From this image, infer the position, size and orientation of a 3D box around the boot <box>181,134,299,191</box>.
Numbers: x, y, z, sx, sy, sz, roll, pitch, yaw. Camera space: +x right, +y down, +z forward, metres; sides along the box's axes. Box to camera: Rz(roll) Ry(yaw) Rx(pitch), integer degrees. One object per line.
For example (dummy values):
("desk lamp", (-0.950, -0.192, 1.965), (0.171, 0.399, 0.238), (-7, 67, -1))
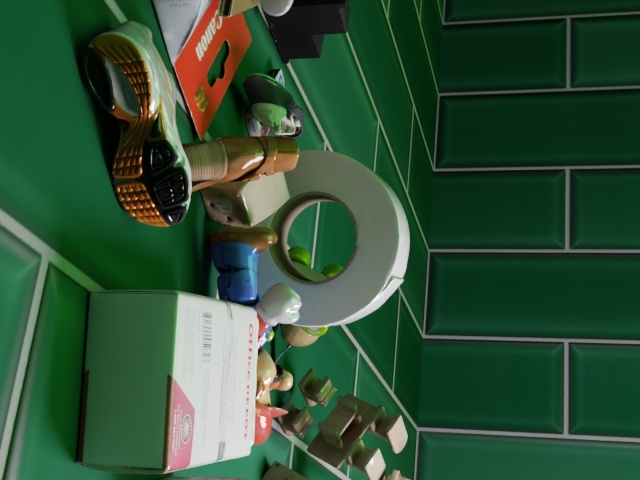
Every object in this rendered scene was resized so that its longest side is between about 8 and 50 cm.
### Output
("boot", (-0.115, -0.105, 1.327), (0.197, 0.152, 0.073), (-160, -117, -75))

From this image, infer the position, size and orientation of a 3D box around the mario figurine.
("mario figurine", (-0.092, 0.144, 1.479), (0.198, 0.170, 0.320), (19, 70, -76))

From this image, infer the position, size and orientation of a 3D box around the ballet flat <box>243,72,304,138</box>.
("ballet flat", (-0.074, -0.217, 1.654), (0.203, 0.074, 0.074), (32, 59, -70))

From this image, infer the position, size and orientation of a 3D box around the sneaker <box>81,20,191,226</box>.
("sneaker", (-0.204, -0.144, 1.201), (0.121, 0.099, 0.262), (-75, 160, -57))

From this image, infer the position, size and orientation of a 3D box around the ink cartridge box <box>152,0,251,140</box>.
("ink cartridge box", (-0.146, -0.386, 1.421), (0.308, 0.091, 0.385), (-73, 157, -47))

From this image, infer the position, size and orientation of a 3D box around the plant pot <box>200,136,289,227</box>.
("plant pot", (-0.124, -0.080, 1.493), (0.109, 0.109, 0.096), (76, 32, -41))

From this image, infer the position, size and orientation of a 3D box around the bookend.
("bookend", (-0.009, -0.404, 1.804), (0.156, 0.157, 0.072), (65, 29, -56))

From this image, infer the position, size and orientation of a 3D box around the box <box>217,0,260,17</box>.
("box", (-0.105, -0.416, 1.424), (0.201, 0.021, 0.164), (-64, 165, -69))

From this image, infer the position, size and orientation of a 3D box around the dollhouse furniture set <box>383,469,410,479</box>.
("dollhouse furniture set", (0.051, 0.597, 1.901), (0.355, 0.174, 0.303), (72, 39, -65))

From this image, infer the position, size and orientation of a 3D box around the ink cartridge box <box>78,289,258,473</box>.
("ink cartridge box", (-0.180, 0.176, 1.237), (0.283, 0.117, 0.207), (29, 62, -73))

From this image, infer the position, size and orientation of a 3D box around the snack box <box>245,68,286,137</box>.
("snack box", (-0.094, -0.236, 1.742), (0.178, 0.022, 0.064), (-70, 152, -51))

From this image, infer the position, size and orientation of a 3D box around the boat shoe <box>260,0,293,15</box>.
("boat shoe", (-0.072, -0.505, 1.715), (0.081, 0.079, 0.227), (-17, 103, -70))

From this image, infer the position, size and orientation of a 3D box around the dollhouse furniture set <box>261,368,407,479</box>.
("dollhouse furniture set", (0.019, 0.405, 1.831), (0.242, 0.212, 0.161), (-51, 145, -25))

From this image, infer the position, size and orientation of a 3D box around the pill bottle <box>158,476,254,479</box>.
("pill bottle", (-0.146, 0.459, 1.283), (0.161, 0.161, 0.283), (33, 58, -72))

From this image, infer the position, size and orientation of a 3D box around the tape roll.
("tape roll", (0.000, 0.000, 1.590), (0.100, 0.286, 0.286), (18, 72, -75))

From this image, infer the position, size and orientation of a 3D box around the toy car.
("toy car", (-0.049, 0.138, 1.796), (0.155, 0.149, 0.188), (-63, 179, -52))
